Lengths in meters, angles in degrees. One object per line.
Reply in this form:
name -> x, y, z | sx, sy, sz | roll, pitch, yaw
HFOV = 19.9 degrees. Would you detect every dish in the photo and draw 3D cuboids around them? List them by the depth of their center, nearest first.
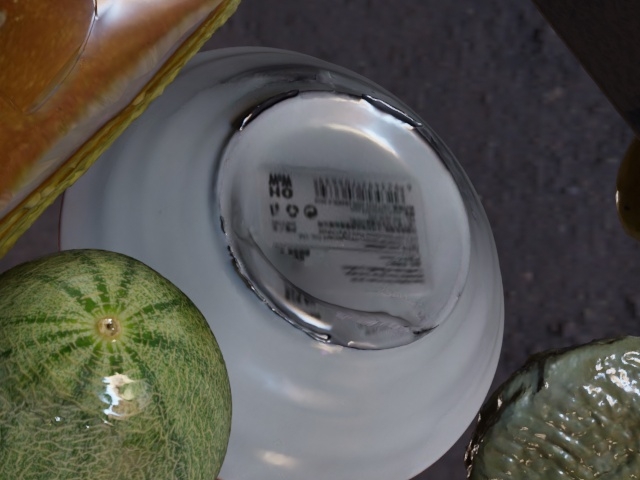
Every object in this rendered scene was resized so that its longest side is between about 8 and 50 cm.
dish -> 0.000, 0.000, 0.947 | 0.085, 0.260, 0.260 | -40, 62, 57

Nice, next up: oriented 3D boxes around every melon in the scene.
melon -> -0.110, 0.081, 0.790 | 0.139, 0.139, 0.192 | 66, 151, 22

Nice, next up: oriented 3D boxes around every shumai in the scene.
shumai -> 0.222, 0.158, 1.508 | 0.203, 0.222, 0.271 | -86, 16, -56

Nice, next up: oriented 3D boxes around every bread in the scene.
bread -> -0.175, -0.083, 0.776 | 0.184, 0.110, 0.234 | 45, 97, 3

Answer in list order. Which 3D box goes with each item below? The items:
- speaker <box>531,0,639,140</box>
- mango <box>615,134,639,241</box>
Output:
speaker -> 0.344, -0.145, 1.406 | 0.180, 0.184, 0.388 | -16, 124, 45
mango -> 0.342, -0.075, 1.577 | 0.085, 0.191, 0.122 | -112, 1, -70
